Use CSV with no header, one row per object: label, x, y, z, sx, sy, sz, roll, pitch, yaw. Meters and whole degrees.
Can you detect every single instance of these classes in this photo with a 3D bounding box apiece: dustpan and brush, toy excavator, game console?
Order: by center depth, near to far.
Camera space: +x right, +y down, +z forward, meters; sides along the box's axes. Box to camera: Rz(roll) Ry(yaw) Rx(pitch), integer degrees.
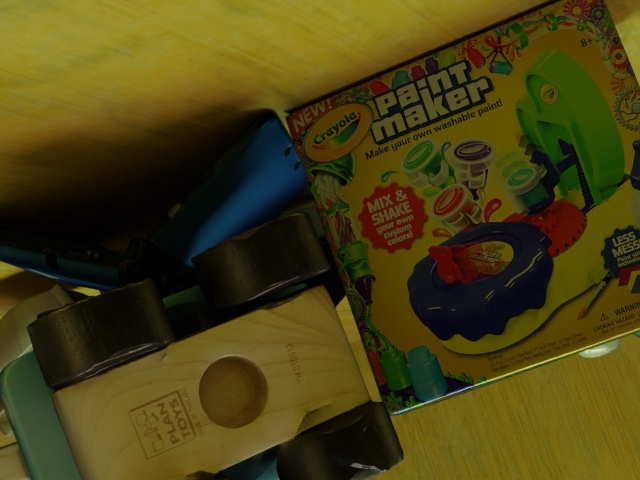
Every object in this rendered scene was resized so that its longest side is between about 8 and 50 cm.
toy excavator,-0.200,0.180,1.101,0.432,0.222,0.445,-22,177,-23
game console,-0.161,-0.033,1.186,0.250,0.173,0.293,11,173,8
dustpan and brush,-0.045,-0.022,1.419,0.211,0.060,0.147,-21,-175,-28

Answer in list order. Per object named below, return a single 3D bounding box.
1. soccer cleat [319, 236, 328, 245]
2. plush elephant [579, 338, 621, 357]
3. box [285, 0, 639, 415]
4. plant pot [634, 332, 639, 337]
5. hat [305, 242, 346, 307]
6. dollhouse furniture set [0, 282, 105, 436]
soccer cleat,0.000,0.000,1.616,0.072,0.060,0.179,-45,160,19
plush elephant,0.165,0.003,1.323,0.255,0.272,0.330,-22,155,-1
box,0.164,-0.025,1.099,0.290,0.279,0.177,-22,170,13
plant pot,0.428,-0.012,1.797,0.196,0.293,0.293,12,162,-12
hat,-0.083,0.124,1.343,0.331,0.134,0.331,-20,-164,6
dollhouse furniture set,-0.374,0.086,1.371,0.355,0.174,0.303,-44,169,1
